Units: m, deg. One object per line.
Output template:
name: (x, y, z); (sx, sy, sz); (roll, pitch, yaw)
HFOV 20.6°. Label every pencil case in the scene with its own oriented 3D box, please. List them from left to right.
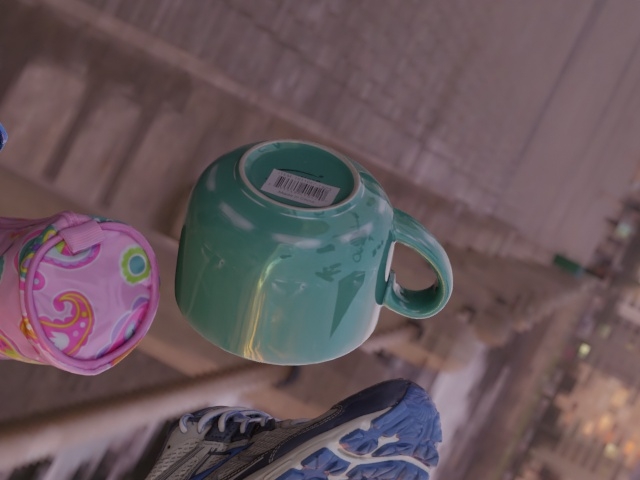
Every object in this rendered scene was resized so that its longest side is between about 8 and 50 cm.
pencil case: (-0.242, 0.032, 1.353); (0.284, 0.124, 0.124); (5, -120, 53)

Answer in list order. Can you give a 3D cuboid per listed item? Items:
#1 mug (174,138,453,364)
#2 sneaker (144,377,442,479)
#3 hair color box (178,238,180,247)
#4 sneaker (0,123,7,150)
mug: (-0.008, -0.004, 1.078); (0.158, 0.129, 0.097); (-13, 133, -29)
sneaker: (-0.023, 0.070, 0.528); (0.135, 0.058, 0.052); (-35, 141, 28)
hair color box: (-0.069, 0.026, 1.339); (0.141, 0.072, 0.043); (-125, -153, -78)
sneaker: (-0.219, -0.055, 1.042); (0.053, 0.059, 0.144); (-58, 178, -17)
